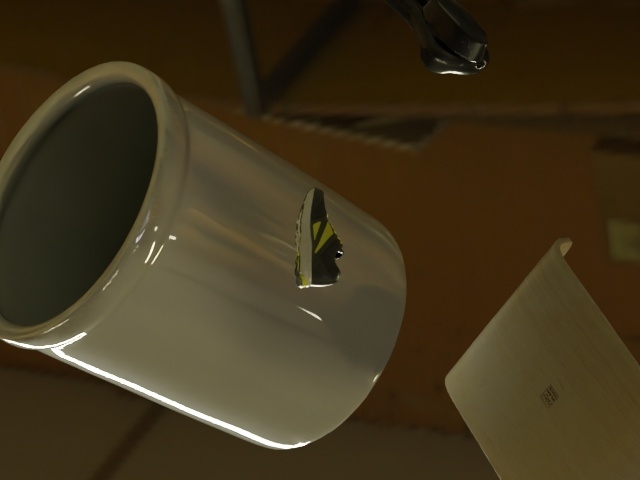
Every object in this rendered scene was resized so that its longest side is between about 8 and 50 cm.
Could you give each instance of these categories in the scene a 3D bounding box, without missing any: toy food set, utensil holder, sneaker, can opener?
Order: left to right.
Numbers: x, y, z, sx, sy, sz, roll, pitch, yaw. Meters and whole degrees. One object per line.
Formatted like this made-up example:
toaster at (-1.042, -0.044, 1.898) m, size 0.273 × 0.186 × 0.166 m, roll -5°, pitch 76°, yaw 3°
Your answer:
utensil holder at (-0.141, 0.032, 2.093) m, size 0.327 × 0.385 × 0.327 m, roll -29°, pitch -134°, yaw 35°
sneaker at (0.000, 0.000, 1.392) m, size 0.035 × 0.031 × 0.083 m, roll 8°, pitch -118°, yaw -8°
can opener at (0.090, -0.222, 1.733) m, size 0.059 × 0.073 × 0.186 m, roll -19°, pitch -121°, yaw -45°
toy food set at (0.281, 0.177, 2.078) m, size 0.092 × 0.220 × 0.306 m, roll 11°, pitch -144°, yaw -42°
